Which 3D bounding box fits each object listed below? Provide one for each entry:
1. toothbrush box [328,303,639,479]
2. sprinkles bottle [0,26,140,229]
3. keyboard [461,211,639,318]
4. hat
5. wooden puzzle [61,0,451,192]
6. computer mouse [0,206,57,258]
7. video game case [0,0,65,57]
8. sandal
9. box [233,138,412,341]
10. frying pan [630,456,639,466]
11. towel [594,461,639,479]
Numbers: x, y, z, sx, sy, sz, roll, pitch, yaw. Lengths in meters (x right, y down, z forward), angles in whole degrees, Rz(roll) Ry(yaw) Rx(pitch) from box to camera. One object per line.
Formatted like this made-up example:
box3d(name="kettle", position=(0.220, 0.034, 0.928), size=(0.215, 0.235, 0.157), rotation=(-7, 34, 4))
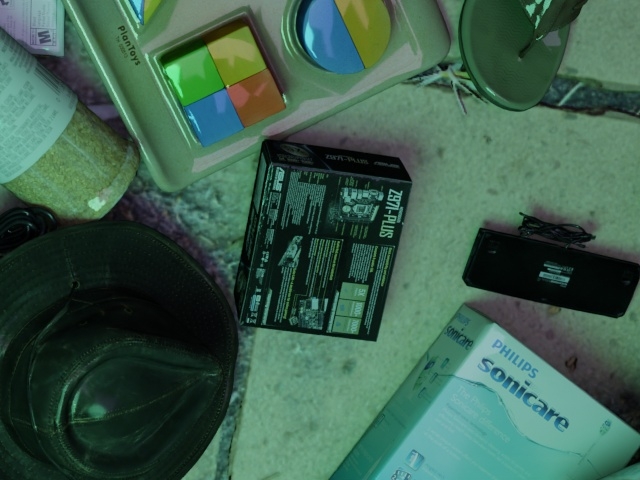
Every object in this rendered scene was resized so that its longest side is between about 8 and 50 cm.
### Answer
box3d(name="toothbrush box", position=(0.158, 0.250, 1.568), size=(0.216, 0.126, 0.295), rotation=(37, 90, -13))
box3d(name="sprinkles bottle", position=(-0.332, -0.152, 1.391), size=(0.121, 0.121, 0.355), rotation=(-48, 116, -1))
box3d(name="keyboard", position=(0.255, 0.020, 1.611), size=(0.192, 0.038, 0.100), rotation=(13, 118, -13))
box3d(name="hat", position=(-0.184, 0.133, 1.385), size=(0.331, 0.134, 0.331), rotation=(-3, 94, -39))
box3d(name="wooden puzzle", position=(-0.068, -0.252, 1.465), size=(0.348, 0.080, 0.322), rotation=(-28, 109, -6))
box3d(name="computer mouse", position=(-0.287, 0.096, 1.479), size=(0.184, 0.060, 0.262), rotation=(-18, 123, 22))
box3d(name="video game case", position=(-0.352, -0.298, 1.448), size=(0.210, 0.042, 0.232), rotation=(0, 98, -11))
box3d(name="sandal", position=(0.233, -0.282, 1.532), size=(0.120, 0.086, 0.302), rotation=(20, 93, -12))
box3d(name="box", position=(0.000, 0.000, 1.512), size=(0.147, 0.077, 0.180), rotation=(7, 111, -11))
box3d(name="frying pan", position=(0.382, 0.230, 1.573), size=(0.197, 0.053, 0.326), rotation=(-22, 133, 18))
box3d(name="towel", position=(0.417, 0.293, 1.523), size=(0.321, 0.090, 0.374), rotation=(-28, 142, 8))
